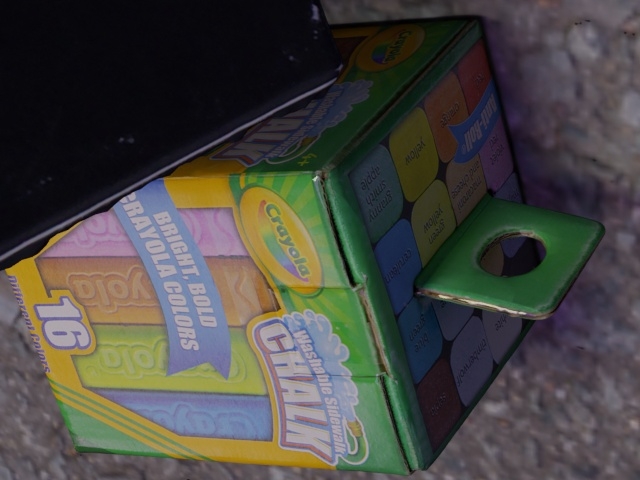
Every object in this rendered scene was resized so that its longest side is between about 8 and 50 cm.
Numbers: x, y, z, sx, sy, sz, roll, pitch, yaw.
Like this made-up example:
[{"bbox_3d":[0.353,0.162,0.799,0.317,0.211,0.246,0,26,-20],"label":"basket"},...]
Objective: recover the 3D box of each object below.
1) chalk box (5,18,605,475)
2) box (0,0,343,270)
[{"bbox_3d":[0.000,0.000,0.716,0.213,0.132,0.132,-2,118,32],"label":"chalk box"},{"bbox_3d":[-0.186,-0.146,0.618,0.294,0.182,0.296,4,120,57],"label":"box"}]
